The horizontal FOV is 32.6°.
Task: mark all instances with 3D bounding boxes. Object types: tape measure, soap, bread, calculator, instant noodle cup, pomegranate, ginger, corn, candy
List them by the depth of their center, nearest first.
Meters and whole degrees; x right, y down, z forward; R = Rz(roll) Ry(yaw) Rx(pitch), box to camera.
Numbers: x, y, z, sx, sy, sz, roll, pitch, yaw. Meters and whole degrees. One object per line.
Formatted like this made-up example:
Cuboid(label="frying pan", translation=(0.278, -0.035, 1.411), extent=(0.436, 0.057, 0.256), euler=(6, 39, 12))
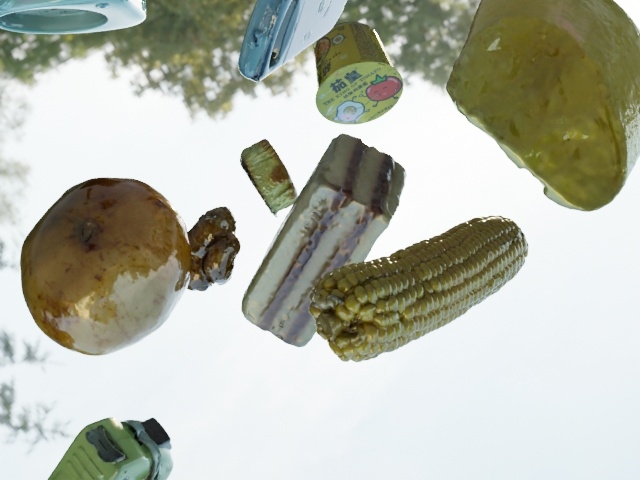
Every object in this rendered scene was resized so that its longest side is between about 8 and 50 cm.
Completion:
Cuboid(label="corn", translation=(0.119, 0.044, 1.162), extent=(0.313, 0.102, 0.102), euler=(-19, -161, -37))
Cuboid(label="tape measure", translation=(-0.236, 0.268, 1.228), extent=(0.177, 0.087, 0.154), euler=(-50, 161, 29))
Cuboid(label="pomegranate", translation=(-0.289, 0.035, 1.478), extent=(0.248, 0.248, 0.248), euler=(-21, -152, 12))
Cuboid(label="soap", translation=(0.346, -0.245, 1.523), extent=(0.115, 0.306, 0.427), euler=(-53, -174, 45))
Cuboid(label="calculator", translation=(-0.031, -0.344, 1.618), extent=(0.051, 0.173, 0.293), euler=(33, -139, 10))
Cuboid(label="ginger", translation=(-0.169, 0.026, 1.666), extent=(0.073, 0.103, 0.162), euler=(-4, 153, -42))
Cuboid(label="candy", translation=(0.000, 0.000, 1.688), extent=(0.321, 0.135, 0.179), euler=(-56, -174, 37))
Cuboid(label="bread", translation=(-0.094, -0.116, 2.023), extent=(0.069, 0.140, 0.128), euler=(-31, -174, -2))
Cuboid(label="instant noodle cup", translation=(0.066, -0.348, 2.230), extent=(0.182, 0.182, 0.144), euler=(-21, -127, 12))

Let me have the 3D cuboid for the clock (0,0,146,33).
Cuboid(label="clock", translation=(-0.425, -0.393, 1.739), extent=(0.274, 0.094, 0.223), euler=(-3, 179, 2))
